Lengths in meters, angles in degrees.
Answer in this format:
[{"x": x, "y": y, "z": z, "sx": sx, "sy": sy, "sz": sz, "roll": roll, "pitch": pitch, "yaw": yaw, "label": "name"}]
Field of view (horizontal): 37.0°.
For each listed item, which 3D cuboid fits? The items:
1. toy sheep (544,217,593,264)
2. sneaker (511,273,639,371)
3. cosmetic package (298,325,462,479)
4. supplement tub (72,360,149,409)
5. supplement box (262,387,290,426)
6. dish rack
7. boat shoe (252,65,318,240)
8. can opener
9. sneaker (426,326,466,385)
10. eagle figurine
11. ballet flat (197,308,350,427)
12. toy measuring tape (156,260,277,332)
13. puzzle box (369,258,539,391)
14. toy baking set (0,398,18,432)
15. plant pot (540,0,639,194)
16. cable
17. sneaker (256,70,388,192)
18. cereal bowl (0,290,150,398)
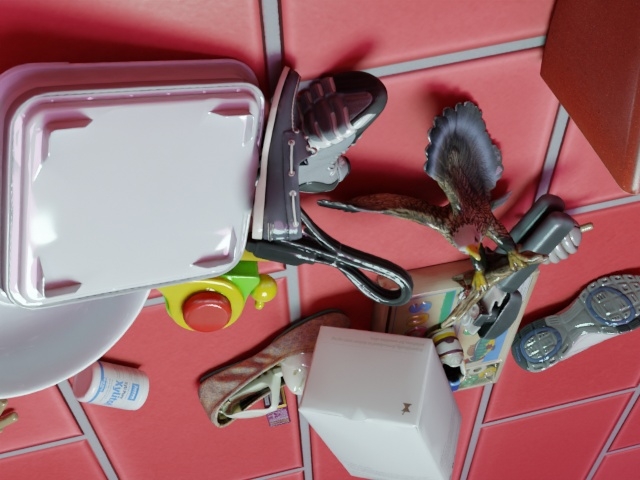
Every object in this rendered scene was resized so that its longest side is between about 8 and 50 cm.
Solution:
[{"x": 0.364, "y": -0.006, "z": 1.508, "sx": 0.132, "sy": 0.091, "sz": 0.091, "roll": -14, "pitch": 150, "yaw": 28, "label": "toy sheep"}, {"x": 0.499, "y": 0.150, "z": 1.793, "sx": 0.297, "sy": 0.111, "sz": 0.129, "roll": -27, "pitch": 165, "yaw": 15, "label": "sneaker"}, {"x": 0.114, "y": 0.293, "z": 1.614, "sx": 0.197, "sy": 0.155, "sz": 0.365, "roll": 6, "pitch": 152, "yaw": 18, "label": "cosmetic package"}, {"x": -0.343, "y": 0.236, "z": 1.564, "sx": 0.107, "sy": 0.071, "sz": 0.071, "roll": 19, "pitch": 132, "yaw": -41, "label": "supplement tub"}, {"x": -0.084, "y": 0.303, "z": 1.781, "sx": 0.043, "sy": 0.055, "sz": 0.083, "roll": -13, "pitch": 145, "yaw": -3, "label": "supplement box"}, {"x": -0.204, "y": -0.055, "z": 1.067, "sx": 0.333, "sy": 0.072, "sz": 0.285, "roll": -10, "pitch": 122, "yaw": -36, "label": "dish rack"}, {"x": -0.037, "y": -0.100, "z": 1.128, "sx": 0.065, "sy": 0.206, "sz": 0.075, "roll": 9, "pitch": 180, "yaw": -3, "label": "boat shoe"}, {"x": 0.300, "y": 0.044, "z": 1.481, "sx": 0.093, "sy": 0.074, "sz": 0.280, "roll": 6, "pitch": 134, "yaw": -26, "label": "can opener"}, {"x": 0.218, "y": 0.230, "z": 1.686, "sx": 0.069, "sy": 0.084, "sz": 0.185, "roll": -14, "pitch": 145, "yaw": -3, "label": "sneaker"}, {"x": 0.176, "y": -0.044, "z": 1.328, "sx": 0.298, "sy": 0.225, "sz": 0.226, "roll": 43, "pitch": 74, "yaw": -20, "label": "eagle figurine"}, {"x": -0.070, "y": 0.233, "z": 1.641, "sx": 0.316, "sy": 0.106, "sz": 0.107, "roll": -32, "pitch": 143, "yaw": 21, "label": "ballet flat"}, {"x": -0.226, "y": 0.072, "z": 1.353, "sx": 0.330, "sy": 0.121, "sz": 0.121, "roll": 3, "pitch": 142, "yaw": -13, "label": "toy measuring tape"}, {"x": 0.221, "y": 0.170, "z": 1.725, "sx": 0.272, "sy": 0.052, "sz": 0.409, "roll": -10, "pitch": 145, "yaw": -8, "label": "puzzle box"}, {"x": -0.636, "y": 0.303, "z": 1.576, "sx": 0.256, "sy": 0.030, "sz": 0.197, "roll": -30, "pitch": 141, "yaw": 19, "label": "toy baking set"}, {"x": 0.416, "y": -0.248, "z": 1.057, "sx": 0.267, "sy": 0.267, "sz": 0.235, "roll": -14, "pitch": 133, "yaw": -3, "label": "plant pot"}, {"x": 0.000, "y": 0.000, "z": 1.310, "sx": 0.287, "sy": 0.072, "sz": 0.139, "roll": 14, "pitch": 127, "yaw": -7, "label": "cable"}, {"x": 0.015, "y": -0.127, "z": 1.206, "sx": 0.229, "sy": 0.086, "sz": 0.132, "roll": -27, "pitch": 151, "yaw": 32, "label": "sneaker"}, {"x": -0.367, "y": 0.009, "z": 1.123, "sx": 0.339, "sy": 0.141, "sz": 0.339, "roll": -21, "pitch": 129, "yaw": -28, "label": "cereal bowl"}]
